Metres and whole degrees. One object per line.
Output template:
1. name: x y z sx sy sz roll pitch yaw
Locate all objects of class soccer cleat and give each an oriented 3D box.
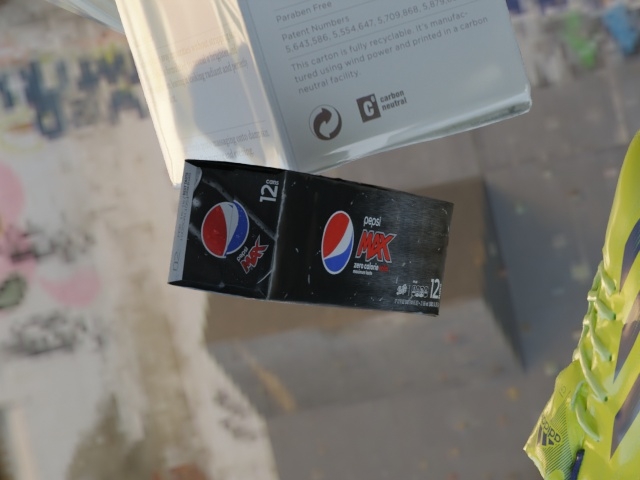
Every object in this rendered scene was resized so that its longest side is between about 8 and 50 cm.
1. soccer cleat: 0.157 0.080 0.958 0.121 0.289 0.093 2 -167 24

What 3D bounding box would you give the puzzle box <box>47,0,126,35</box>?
1. puzzle box: -0.330 -0.269 1.430 0.409 0.052 0.272 24 -179 12

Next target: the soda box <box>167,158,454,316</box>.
1. soda box: 0.000 0.000 0.868 0.053 0.060 0.169 8 180 29

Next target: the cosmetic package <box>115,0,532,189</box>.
1. cosmetic package: -0.042 -0.231 1.048 0.156 0.385 0.217 -18 -172 -21
